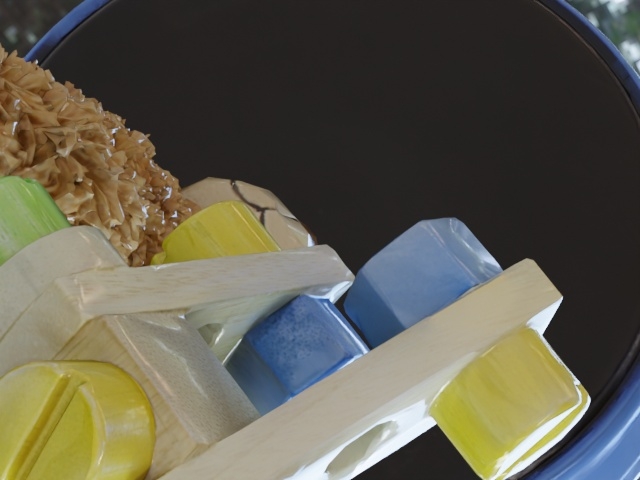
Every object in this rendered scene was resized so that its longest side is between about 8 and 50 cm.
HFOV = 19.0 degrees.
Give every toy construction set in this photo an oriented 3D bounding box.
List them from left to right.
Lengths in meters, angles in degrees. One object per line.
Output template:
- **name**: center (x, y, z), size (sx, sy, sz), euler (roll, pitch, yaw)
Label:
- **toy construction set**: center (-0.118, 0.081, 0.362), size (0.215, 0.327, 0.151), euler (-52, -127, 37)

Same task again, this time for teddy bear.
- **teddy bear**: center (-0.091, -0.012, 0.594), size (0.245, 0.338, 0.113), euler (23, -103, 51)

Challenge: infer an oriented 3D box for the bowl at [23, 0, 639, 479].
- **bowl**: center (0.000, 0.000, 0.975), size (0.391, 0.077, 0.391), euler (-1, -120, 1)
